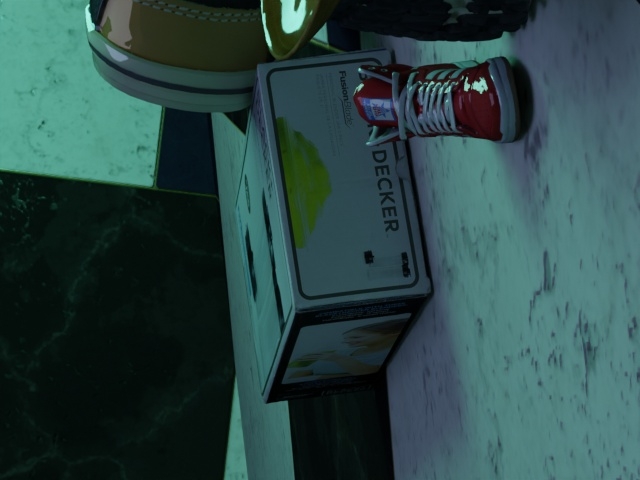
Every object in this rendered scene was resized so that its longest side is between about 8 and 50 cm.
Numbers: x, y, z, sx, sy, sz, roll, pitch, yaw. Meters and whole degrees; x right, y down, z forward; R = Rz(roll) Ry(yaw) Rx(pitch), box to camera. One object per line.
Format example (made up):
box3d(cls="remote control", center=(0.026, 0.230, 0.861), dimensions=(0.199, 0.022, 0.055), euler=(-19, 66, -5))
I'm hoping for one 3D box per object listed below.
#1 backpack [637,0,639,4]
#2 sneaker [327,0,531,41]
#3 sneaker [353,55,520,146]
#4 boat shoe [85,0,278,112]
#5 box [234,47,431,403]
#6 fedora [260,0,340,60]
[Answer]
box3d(cls="backpack", center=(0.085, -0.144, 0.393), dimensions=(0.152, 0.115, 0.182), euler=(88, 174, -46))
box3d(cls="sneaker", center=(0.052, -0.163, 0.743), dimensions=(0.283, 0.110, 0.122), euler=(151, 124, -74))
box3d(cls="sneaker", center=(0.054, -0.066, 0.843), dimensions=(0.118, 0.067, 0.042), euler=(-144, 47, -79))
box3d(cls="boat shoe", center=(-0.091, -0.273, 1.304), dimensions=(0.500, 0.186, 0.156), euler=(-96, 17, -58))
box3d(cls="box", center=(0.000, 0.000, 1.212), dimensions=(0.290, 0.087, 0.169), euler=(112, 151, -73))
box3d(cls="fedora", center=(-0.025, -0.162, 0.658), dimensions=(0.194, 0.079, 0.194), euler=(-170, 90, -77))
